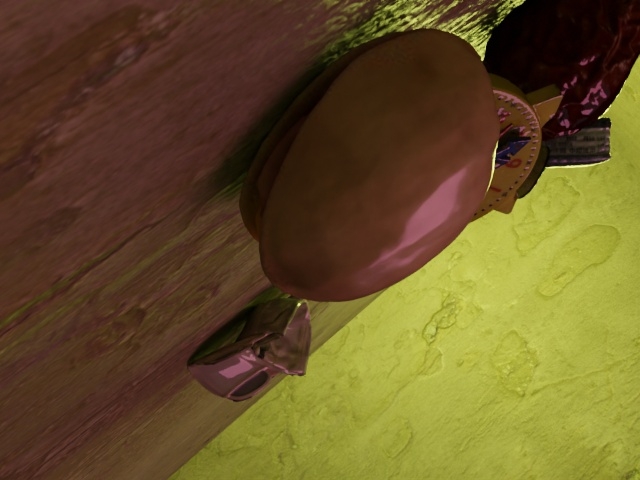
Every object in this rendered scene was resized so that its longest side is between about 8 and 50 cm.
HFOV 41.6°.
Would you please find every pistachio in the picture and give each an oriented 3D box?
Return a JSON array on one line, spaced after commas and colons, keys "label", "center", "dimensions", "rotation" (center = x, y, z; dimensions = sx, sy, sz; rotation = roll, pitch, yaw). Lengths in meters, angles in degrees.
[{"label": "pistachio", "center": [0.056, -0.079, 0.882], "dimensions": [0.309, 0.230, 0.230], "rotation": [-41, 170, 8]}]

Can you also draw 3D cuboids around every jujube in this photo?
[{"label": "jujube", "center": [0.386, -0.309, 1.231], "dimensions": [0.342, 0.216, 0.216], "rotation": [-47, 171, -14]}]

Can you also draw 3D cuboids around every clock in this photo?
[{"label": "clock", "center": [0.172, -0.101, 1.142], "dimensions": [0.294, 0.071, 0.277], "rotation": [-8, 140, -10]}]

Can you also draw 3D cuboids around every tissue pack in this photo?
[{"label": "tissue pack", "center": [0.333, -0.161, 1.419], "dimensions": [0.257, 0.081, 0.185], "rotation": [-2, -174, -3]}]

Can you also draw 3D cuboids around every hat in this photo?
[{"label": "hat", "center": [-0.132, 0.192, 1.580], "dimensions": [0.226, 0.164, 0.219], "rotation": [-5, 147, 4]}]

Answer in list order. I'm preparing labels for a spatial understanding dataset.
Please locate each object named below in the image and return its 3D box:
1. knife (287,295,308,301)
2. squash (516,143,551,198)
[{"label": "knife", "center": [-0.089, 0.149, 1.691], "dimensions": [0.399, 0.038, 0.132], "rotation": [-42, 163, -2]}, {"label": "squash", "center": [0.227, -0.143, 1.272], "dimensions": [0.094, 0.224, 0.094], "rotation": [-157, -90, -82]}]
